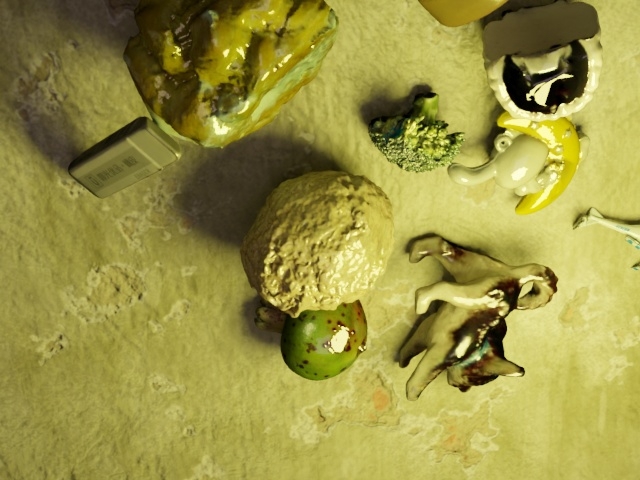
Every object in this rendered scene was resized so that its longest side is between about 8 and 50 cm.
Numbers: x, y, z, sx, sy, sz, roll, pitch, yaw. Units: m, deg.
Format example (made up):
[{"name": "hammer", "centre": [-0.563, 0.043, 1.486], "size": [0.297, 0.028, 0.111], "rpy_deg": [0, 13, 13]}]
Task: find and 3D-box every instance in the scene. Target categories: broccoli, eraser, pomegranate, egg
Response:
[{"name": "broccoli", "centre": [0.184, -0.209, 1.691], "size": [0.154, 0.167, 0.160], "rpy_deg": [13, 87, -46]}, {"name": "eraser", "centre": [-0.355, -0.144, 1.577], "size": [0.089, 0.061, 0.352], "rpy_deg": [41, 146, -24]}, {"name": "pomegranate", "centre": [-0.019, 0.179, 1.826], "size": [0.247, 0.202, 0.202], "rpy_deg": [19, 115, 16]}, {"name": "egg", "centre": [0.000, 0.000, 1.685], "size": [0.310, 0.279, 0.279], "rpy_deg": [-47, 113, -8]}]

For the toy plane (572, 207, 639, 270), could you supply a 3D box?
[{"name": "toy plane", "centre": [0.672, -0.012, 1.865], "size": [0.273, 0.107, 0.182], "rpy_deg": [14, 159, 15]}]

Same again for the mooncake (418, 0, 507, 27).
[{"name": "mooncake", "centre": [0.265, -0.475, 1.507], "size": [0.117, 0.235, 0.235], "rpy_deg": [39, 106, -22]}]

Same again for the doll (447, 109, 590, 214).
[{"name": "doll", "centre": [0.401, -0.164, 1.736], "size": [0.237, 0.111, 0.252], "rpy_deg": [33, 108, -35]}]

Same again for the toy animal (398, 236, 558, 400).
[{"name": "toy animal", "centre": [0.328, 0.182, 1.847], "size": [0.302, 0.194, 0.344], "rpy_deg": [2, 121, -1]}]

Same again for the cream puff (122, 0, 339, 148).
[{"name": "cream puff", "centre": [-0.161, -0.338, 1.479], "size": [0.378, 0.378, 0.275], "rpy_deg": [-44, 86, 15]}]

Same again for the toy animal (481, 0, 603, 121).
[{"name": "toy animal", "centre": [0.405, -0.327, 1.612], "size": [0.208, 0.204, 0.156], "rpy_deg": [-10, 137, 14]}]
